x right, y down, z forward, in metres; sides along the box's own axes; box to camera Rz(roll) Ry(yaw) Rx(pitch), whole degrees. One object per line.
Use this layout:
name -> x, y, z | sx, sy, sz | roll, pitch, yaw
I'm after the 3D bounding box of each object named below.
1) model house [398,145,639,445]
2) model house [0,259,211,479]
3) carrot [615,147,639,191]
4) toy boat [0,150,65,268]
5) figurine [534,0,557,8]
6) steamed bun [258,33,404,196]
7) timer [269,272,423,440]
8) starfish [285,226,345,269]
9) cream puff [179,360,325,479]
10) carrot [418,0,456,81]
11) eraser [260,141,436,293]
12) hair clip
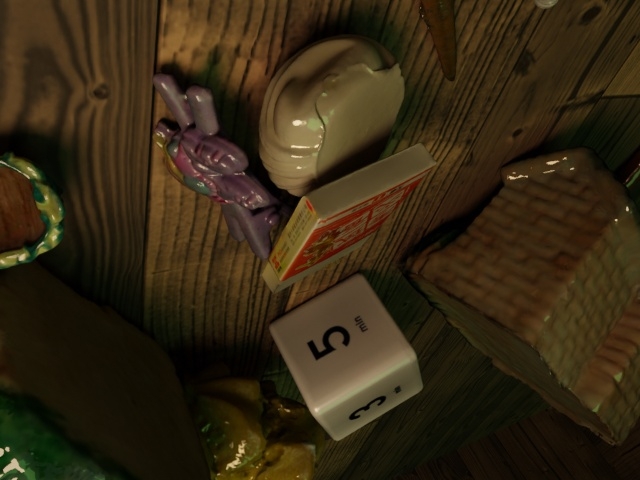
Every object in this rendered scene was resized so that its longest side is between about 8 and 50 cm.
model house -> 0.443, 0.055, 1.020 | 0.400, 0.395, 0.445 | -49, 128, -2
model house -> -0.363, 0.248, 0.615 | 0.342, 0.335, 0.382 | -32, 136, -3
carrot -> 0.665, -0.175, 1.139 | 0.048, 0.048, 0.216 | -3, 132, -36
toy boat -> -0.374, -0.001, 0.479 | 0.292, 0.099, 0.109 | -20, 115, -20
figurine -> 0.223, -0.325, 0.562 | 0.147, 0.094, 0.197 | -20, 159, 23
steamed bun -> 0.003, -0.133, 0.596 | 0.183, 0.106, 0.183 | -42, 155, -25
timer -> 0.049, 0.209, 0.994 | 0.194, 0.194, 0.192 | -29, 146, -4
starfish -> 0.004, 0.007, 0.835 | 0.209, 0.053, 0.150 | -43, 140, 18
cream puff -> -0.178, 0.339, 0.929 | 0.377, 0.276, 0.378 | -11, -178, 0
carrot -> 0.132, -0.257, 0.615 | 0.049, 0.049, 0.254 | -34, 150, 3
eraser -> 0.021, -0.018, 0.653 | 0.157, 0.038, 0.230 | -28, 167, -26
hair clip -> -0.096, -0.062, 0.615 | 0.090, 0.137, 0.278 | -55, 151, -9
